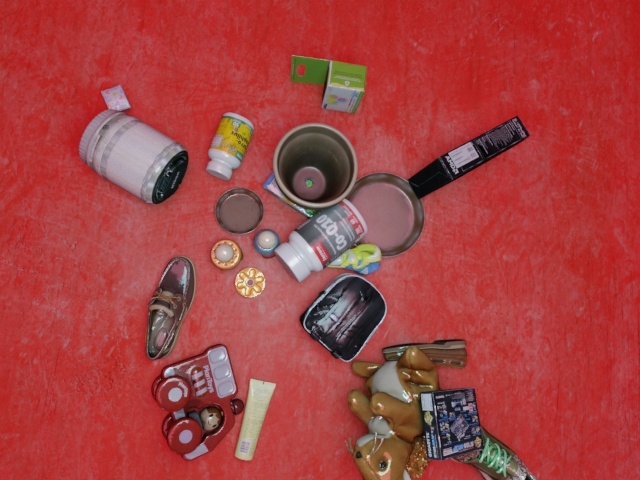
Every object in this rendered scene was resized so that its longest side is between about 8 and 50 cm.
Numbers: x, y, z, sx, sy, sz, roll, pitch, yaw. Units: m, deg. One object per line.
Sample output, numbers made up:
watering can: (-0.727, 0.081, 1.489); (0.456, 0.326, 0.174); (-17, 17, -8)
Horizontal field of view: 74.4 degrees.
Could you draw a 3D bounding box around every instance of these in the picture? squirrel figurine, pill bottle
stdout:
squirrel figurine: (0.254, 0.589, 1.293); (0.397, 0.280, 0.371); (44, 44, -27)
pill bottle: (-0.316, -0.320, 1.449); (0.117, 0.117, 0.209); (21, 80, -5)
pill bottle: (0.000, 0.000, 1.377); (0.283, 0.161, 0.161); (-38, 89, -12)

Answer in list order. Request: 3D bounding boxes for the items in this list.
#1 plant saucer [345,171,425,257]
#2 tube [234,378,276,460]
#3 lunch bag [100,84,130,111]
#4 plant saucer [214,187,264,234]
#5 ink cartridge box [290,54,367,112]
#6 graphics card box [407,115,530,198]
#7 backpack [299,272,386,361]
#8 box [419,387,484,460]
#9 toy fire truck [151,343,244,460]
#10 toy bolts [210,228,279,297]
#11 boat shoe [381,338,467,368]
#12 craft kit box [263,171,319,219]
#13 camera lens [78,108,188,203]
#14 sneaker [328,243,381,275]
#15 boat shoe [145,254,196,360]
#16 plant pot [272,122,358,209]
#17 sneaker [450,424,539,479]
plant saucer: (0.222, -0.091, 1.526); (0.310, 0.050, 0.311); (1, 82, -8)
tube: (-0.217, 0.581, 1.377); (0.062, 0.070, 0.241); (9, 77, 24)
lunch bag: (-0.701, -0.480, 1.451); (0.071, 0.053, 0.083); (-26, 77, -12)
plant saucer: (-0.279, -0.100, 1.463); (0.168, 0.029, 0.169); (1, 77, -5)
ink cartridge box: (0.018, -0.546, 1.489); (0.254, 0.189, 0.097); (6, 83, -5)
graphics card box: (0.512, -0.286, 1.476); (0.370, 0.233, 0.094); (-30, 88, -18)
backpack: (0.083, 0.238, 1.391); (0.225, 0.191, 0.254); (41, 87, -4)
box: (0.385, 0.525, 1.227); (0.220, 0.051, 0.175); (11, 67, -38)
toy fire truck: (-0.374, 0.505, 1.322); (0.253, 0.169, 0.303); (-15, 85, -28)
toy bolts: (-0.224, 0.061, 1.389); (0.228, 0.158, 0.218); (-33, 88, -10)
boat shoe: (0.365, 0.404, 1.448); (0.306, 0.111, 0.105); (-2, 82, -8)
craft kit box: (-0.035, -0.220, 1.507); (0.246, 0.061, 0.250); (34, 80, 0)
camera lens: (-0.584, -0.263, 1.352); (0.274, 0.219, 0.220); (30, 80, -3)
sneaker: (0.099, 0.080, 1.468); (0.239, 0.126, 0.091); (-2, 47, 22)
boat shoe: (-0.488, 0.213, 1.351); (0.123, 0.123, 0.342); (17, 81, -5)
plant pot: (-0.028, -0.214, 1.364); (0.262, 0.229, 0.263); (1, 83, -8)
sneaker: (0.565, 0.695, 1.355); (0.410, 0.182, 0.158); (38, 67, -21)
